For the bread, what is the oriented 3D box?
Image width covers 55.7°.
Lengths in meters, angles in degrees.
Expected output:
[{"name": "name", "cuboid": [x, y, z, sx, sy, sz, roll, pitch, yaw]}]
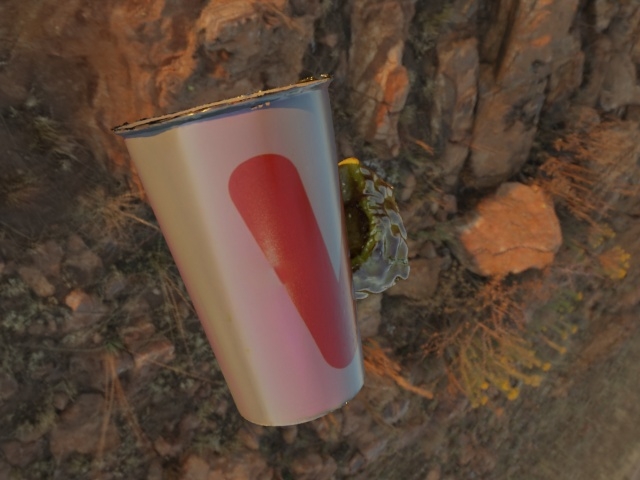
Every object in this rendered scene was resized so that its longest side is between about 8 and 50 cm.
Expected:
[{"name": "bread", "cuboid": [0.000, 0.000, 0.770, 0.222, 0.182, 0.096, -24, 144, 29]}]

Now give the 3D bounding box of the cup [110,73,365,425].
[{"name": "cup", "cuboid": [-0.051, 0.010, 0.565, 0.203, 0.203, 0.289, -25, 109, -38]}]
